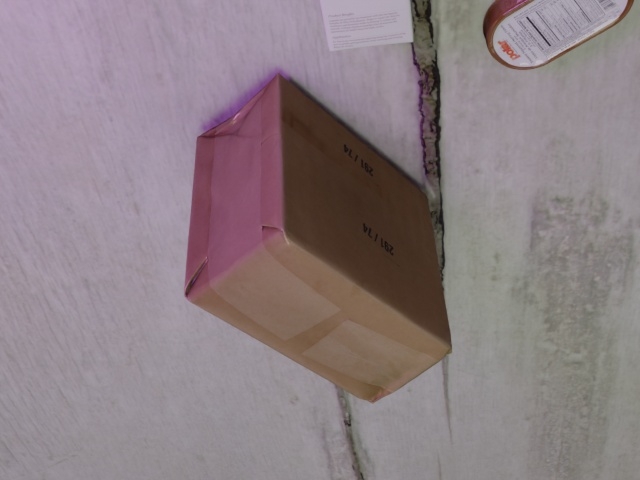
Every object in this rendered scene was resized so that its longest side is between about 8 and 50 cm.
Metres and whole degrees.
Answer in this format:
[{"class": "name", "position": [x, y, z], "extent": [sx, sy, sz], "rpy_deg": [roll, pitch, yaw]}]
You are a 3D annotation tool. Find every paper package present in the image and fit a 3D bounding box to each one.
[{"class": "paper package", "position": [0.000, 0.000, 1.285], "extent": [0.168, 0.309, 0.325], "rpy_deg": [-34, 129, 29]}]

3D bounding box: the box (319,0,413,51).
[{"class": "box", "position": [0.052, -0.284, 1.118], "extent": [0.101, 0.102, 0.087], "rpy_deg": [-5, 140, 7]}]

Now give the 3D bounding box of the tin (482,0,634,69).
[{"class": "tin", "position": [0.286, -0.276, 1.181], "extent": [0.190, 0.040, 0.106], "rpy_deg": [-29, 127, 29]}]
